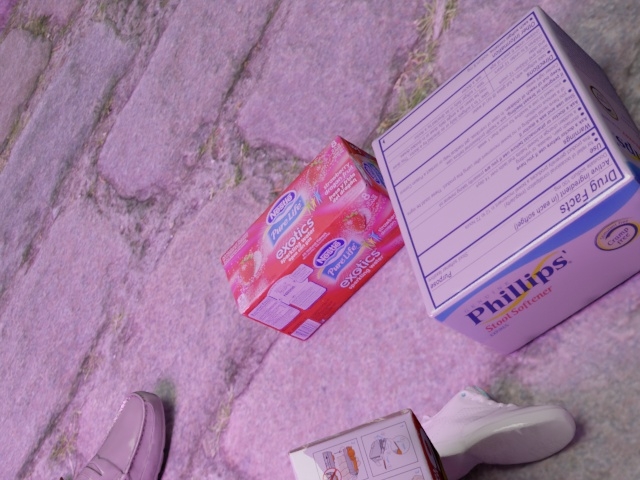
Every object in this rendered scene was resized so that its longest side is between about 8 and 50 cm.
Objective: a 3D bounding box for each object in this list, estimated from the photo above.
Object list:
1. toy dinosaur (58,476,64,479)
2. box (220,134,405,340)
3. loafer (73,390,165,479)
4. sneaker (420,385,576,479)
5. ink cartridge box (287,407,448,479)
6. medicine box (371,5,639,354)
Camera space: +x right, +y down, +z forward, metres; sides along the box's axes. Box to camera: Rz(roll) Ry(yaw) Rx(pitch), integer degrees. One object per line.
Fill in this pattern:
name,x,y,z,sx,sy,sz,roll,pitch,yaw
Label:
toy dinosaur,-0.438,0.480,1.619,0.112,0.064,0.211,-40,45,23
box,0.000,0.000,1.372,0.257,0.128,0.122,-46,42,20
loafer,-0.324,0.378,1.516,0.112,0.111,0.319,0,69,47
sneaker,0.183,0.199,1.111,0.212,0.080,0.094,-25,40,38
ink cartridge box,0.099,0.355,0.974,0.130,0.272,0.309,-21,63,5
medicine box,0.228,-0.066,1.148,0.263,0.149,0.289,-38,45,26
